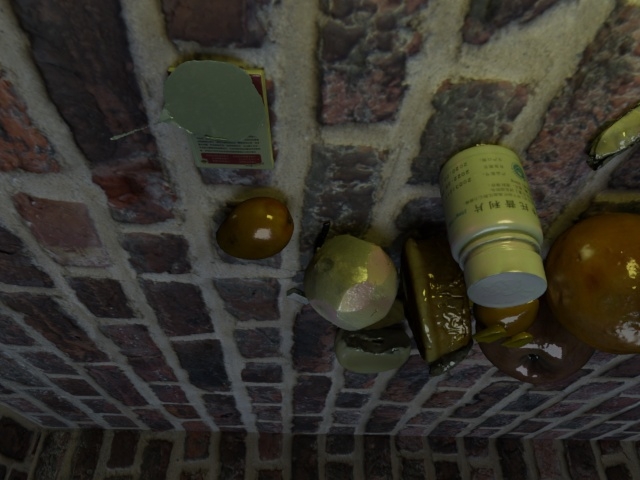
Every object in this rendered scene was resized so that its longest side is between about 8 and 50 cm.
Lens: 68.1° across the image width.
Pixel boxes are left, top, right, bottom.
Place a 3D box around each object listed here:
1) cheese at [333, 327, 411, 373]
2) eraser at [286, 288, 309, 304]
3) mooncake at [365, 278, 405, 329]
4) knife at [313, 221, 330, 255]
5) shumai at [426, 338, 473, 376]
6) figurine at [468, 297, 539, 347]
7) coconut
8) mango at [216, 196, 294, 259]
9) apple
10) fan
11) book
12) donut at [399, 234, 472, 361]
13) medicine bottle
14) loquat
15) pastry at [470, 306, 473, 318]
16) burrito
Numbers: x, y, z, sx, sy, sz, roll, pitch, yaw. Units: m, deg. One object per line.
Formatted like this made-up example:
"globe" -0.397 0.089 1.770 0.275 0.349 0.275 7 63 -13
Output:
"cheese" 0.180 0.376 1.662 0.267 0.127 0.233 3 145 -6
"eraser" -0.062 0.174 1.462 0.083 0.019 0.038 28 136 -35
"mooncake" 0.152 0.185 1.396 0.235 0.116 0.234 2 143 1
"knife" 0.000 0.000 1.215 0.023 0.010 0.170 6 147 -9
"shumai" 0.432 0.376 1.671 0.120 0.201 0.201 49 137 5
"figurine" 0.452 0.141 1.196 0.216 0.228 0.215 -8 129 -10
"coconut" 0.073 0.096 1.174 0.227 0.226 0.230 -18 141 25
"mango" -0.151 -0.020 1.095 0.152 0.120 0.221 22 147 -23
"apple" 0.615 0.258 1.354 0.346 0.269 0.344 1 146 1
"fan" -0.251 -0.226 0.849 0.311 0.010 0.182 -12 142 16
"book" -0.176 -0.219 0.884 0.163 0.022 0.231 2 146 2
"donut" 0.283 0.136 1.170 0.160 0.329 0.330 -15 144 2
"medicine bottle" 0.330 -0.030 0.916 0.170 0.292 0.170 1 147 1
"loquat" 0.677 0.096 1.067 0.329 0.328 0.328 0 146 0
"pastry" 0.384 0.264 1.512 0.155 0.102 0.249 4 146 -3
"burrito" 0.580 -0.210 0.859 0.063 0.058 0.229 13 146 -26
